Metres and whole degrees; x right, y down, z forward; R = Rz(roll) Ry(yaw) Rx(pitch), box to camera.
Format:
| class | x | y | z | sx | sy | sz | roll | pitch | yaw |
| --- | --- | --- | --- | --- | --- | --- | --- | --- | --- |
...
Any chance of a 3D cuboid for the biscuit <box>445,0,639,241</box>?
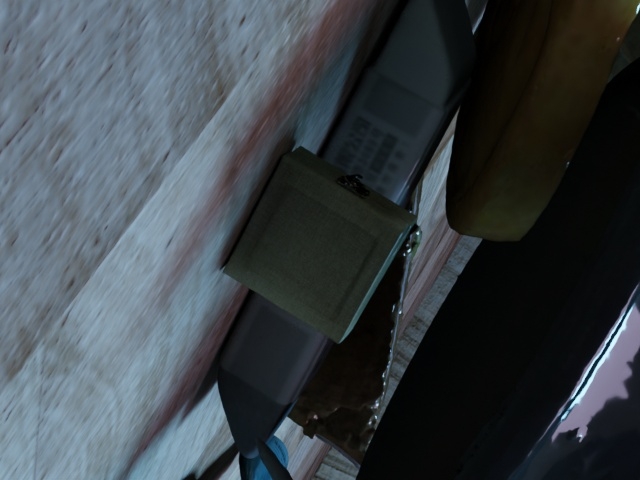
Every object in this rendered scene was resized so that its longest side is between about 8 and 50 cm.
| class | x | y | z | sx | sy | sz | roll | pitch | yaw |
| --- | --- | --- | --- | --- | --- | --- | --- | --- | --- |
| biscuit | 0.158 | -0.193 | 1.067 | 0.385 | 0.062 | 0.365 | -74 | -174 | -49 |

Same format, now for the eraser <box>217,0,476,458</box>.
| class | x | y | z | sx | sy | sz | roll | pitch | yaw |
| --- | --- | --- | --- | --- | --- | --- | --- | --- | --- |
| eraser | 0.016 | -0.011 | 1.072 | 0.352 | 0.061 | 0.089 | -62 | 175 | 25 |

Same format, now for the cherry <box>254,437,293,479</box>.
| class | x | y | z | sx | sy | sz | roll | pitch | yaw |
| --- | --- | --- | --- | --- | --- | --- | --- | --- | --- |
| cherry | -0.072 | 0.343 | 1.005 | 0.326 | 0.291 | 0.335 | -2 | 126 | -49 |

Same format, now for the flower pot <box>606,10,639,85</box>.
| class | x | y | z | sx | sy | sz | roll | pitch | yaw |
| --- | --- | --- | --- | --- | --- | --- | --- | --- | --- |
| flower pot | 0.280 | -0.169 | 1.346 | 0.290 | 0.290 | 0.259 | -59 | 177 | -3 |

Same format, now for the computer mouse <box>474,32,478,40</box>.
| class | x | y | z | sx | sy | sz | roll | pitch | yaw |
| --- | --- | --- | --- | --- | --- | --- | --- | --- | --- |
| computer mouse | 0.188 | -0.220 | 1.526 | 0.135 | 0.047 | 0.079 | -60 | 175 | -10 |

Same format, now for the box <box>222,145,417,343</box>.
| class | x | y | z | sx | sy | sz | roll | pitch | yaw |
| --- | --- | --- | --- | --- | --- | --- | --- | --- | --- |
| box | 0.000 | 0.000 | 0.914 | 0.083 | 0.079 | 0.035 | -60 | 173 | 20 |

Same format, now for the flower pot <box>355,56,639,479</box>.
| class | x | y | z | sx | sy | sz | roll | pitch | yaw |
| --- | --- | --- | --- | --- | --- | --- | --- | --- | --- |
| flower pot | 0.211 | 0.092 | 1.018 | 0.379 | 0.251 | 0.379 | -60 | -177 | 5 |

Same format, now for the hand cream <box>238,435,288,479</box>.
| class | x | y | z | sx | sy | sz | roll | pitch | yaw |
| --- | --- | --- | --- | --- | --- | --- | --- | --- | --- |
| hand cream | -0.056 | 0.231 | 1.513 | 0.224 | 0.048 | 0.083 | -86 | 173 | -78 |

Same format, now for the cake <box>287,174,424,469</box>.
| class | x | y | z | sx | sy | sz | roll | pitch | yaw |
| --- | --- | --- | --- | --- | --- | --- | --- | --- | --- |
| cake | 0.025 | 0.011 | 1.240 | 0.116 | 0.112 | 0.295 | 17 | 91 | -85 |
